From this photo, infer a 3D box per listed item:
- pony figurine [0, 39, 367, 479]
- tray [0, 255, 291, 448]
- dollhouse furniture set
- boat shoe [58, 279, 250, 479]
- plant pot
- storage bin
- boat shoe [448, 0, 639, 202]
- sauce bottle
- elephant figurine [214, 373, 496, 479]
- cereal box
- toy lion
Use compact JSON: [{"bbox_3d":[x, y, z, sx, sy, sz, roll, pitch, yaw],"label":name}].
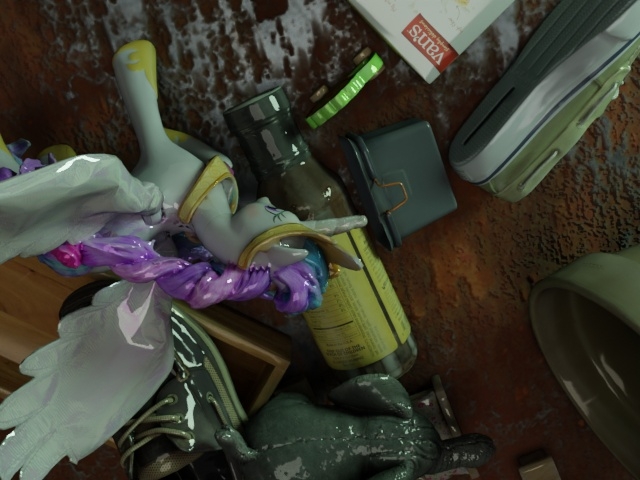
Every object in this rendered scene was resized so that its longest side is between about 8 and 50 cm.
[{"bbox_3d":[-0.186,-0.013,0.621,0.351,0.363,0.303,-31,143,-25],"label":"pony figurine"},{"bbox_3d":[-0.262,0.121,0.834,0.410,0.076,0.203,27,105,-10],"label":"tray"},{"bbox_3d":[0.150,0.298,0.842,0.303,0.174,0.356,-24,107,6],"label":"dollhouse furniture set"},{"bbox_3d":[-0.151,0.197,0.753,0.132,0.130,0.355,-33,105,9],"label":"boat shoe"},{"bbox_3d":[0.432,0.102,0.738,0.280,0.323,0.323,-34,106,-8],"label":"plant pot"},{"bbox_3d":[0.089,-0.068,0.770,0.091,0.098,0.135,-24,107,-4],"label":"storage bin"},{"bbox_3d":[0.264,-0.170,0.741,0.094,0.109,0.302,31,115,-26],"label":"boat shoe"},{"bbox_3d":[0.000,0.000,0.779,0.111,0.111,0.344,-22,105,6],"label":"sauce bottle"},{"bbox_3d":[0.049,0.216,0.745,0.239,0.186,0.169,-14,102,18],"label":"elephant figurine"},{"bbox_3d":[0.137,-0.305,0.712,0.173,0.047,0.240,42,103,-12],"label":"cereal box"},{"bbox_3d":[0.025,-0.157,0.734,0.100,0.096,0.034,-40,104,11],"label":"toy lion"}]
